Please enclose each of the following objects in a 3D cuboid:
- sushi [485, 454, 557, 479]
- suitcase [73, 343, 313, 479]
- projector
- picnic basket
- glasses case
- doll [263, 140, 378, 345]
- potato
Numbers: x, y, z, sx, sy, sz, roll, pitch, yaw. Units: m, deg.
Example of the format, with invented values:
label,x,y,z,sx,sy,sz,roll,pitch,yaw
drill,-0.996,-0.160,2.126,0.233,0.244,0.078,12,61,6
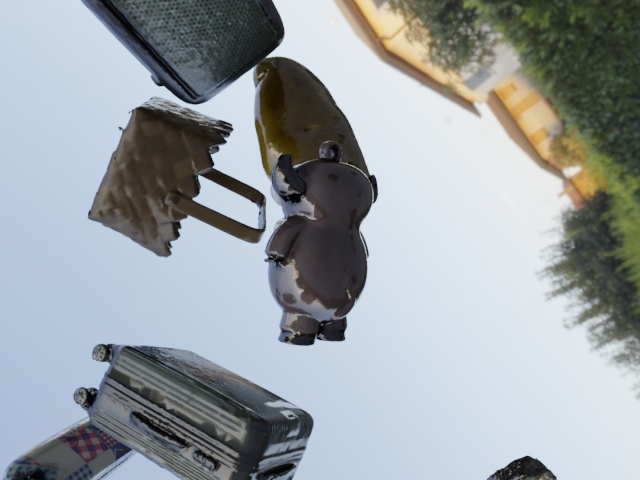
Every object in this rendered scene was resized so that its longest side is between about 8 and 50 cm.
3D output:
label,x,y,z,sx,sy,sz,roll,pitch,yaw
sushi,0.403,0.503,1.120,0.078,0.150,0.090,-126,16,-72
suitcase,-0.176,0.249,0.798,0.312,0.128,0.202,20,174,25
projector,-0.292,-0.476,0.856,0.395,0.242,0.405,58,-174,30
picnic basket,-0.260,-0.108,1.115,0.321,0.291,0.254,24,-163,-16
glasses case,-0.473,0.428,1.099,0.125,0.076,0.327,35,-166,11
doll,0.001,0.002,0.712,0.182,0.117,0.257,3,-94,-48
potato,-0.025,-0.185,1.035,0.176,0.196,0.369,101,150,-71
